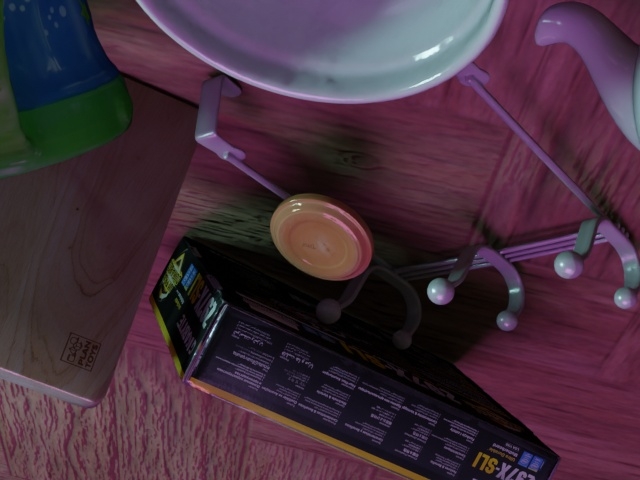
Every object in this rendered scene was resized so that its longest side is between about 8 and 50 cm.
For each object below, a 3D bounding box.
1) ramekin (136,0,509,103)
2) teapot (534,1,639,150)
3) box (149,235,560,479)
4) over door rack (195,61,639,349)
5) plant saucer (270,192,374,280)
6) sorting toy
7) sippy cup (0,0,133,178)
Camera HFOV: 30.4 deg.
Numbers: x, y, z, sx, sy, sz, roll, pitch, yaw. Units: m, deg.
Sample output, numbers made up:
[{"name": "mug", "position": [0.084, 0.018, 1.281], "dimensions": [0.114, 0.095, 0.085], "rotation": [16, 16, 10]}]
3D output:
[{"name": "ramekin", "position": [0.003, -0.178, 0.605], "dimensions": [0.207, 0.109, 0.207], "rotation": [11, 146, 7]}, {"name": "teapot", "position": [0.284, -0.126, 0.639], "dimensions": [0.256, 0.187, 0.252], "rotation": [-10, 167, -10]}, {"name": "box", "position": [0.018, 0.116, 1.037], "dimensions": [0.322, 0.079, 0.257], "rotation": [26, -174, -18]}, {"name": "over door rack", "position": [0.078, -0.020, 0.920], "dimensions": [0.239, 0.108, 0.324], "rotation": [-14, 137, 33]}, {"name": "plant saucer", "position": [0.000, 0.000, 0.904], "dimensions": [0.083, 0.013, 0.083], "rotation": [14, 135, 15]}, {"name": "sorting toy", "position": [-0.253, -0.025, 0.904], "dimensions": [0.255, 0.257, 0.089], "rotation": [22, 153, -12]}, {"name": "sippy cup", "position": [-0.248, -0.158, 0.711], "dimensions": [0.305, 0.240, 0.224], "rotation": [2, 110, 31]}]
